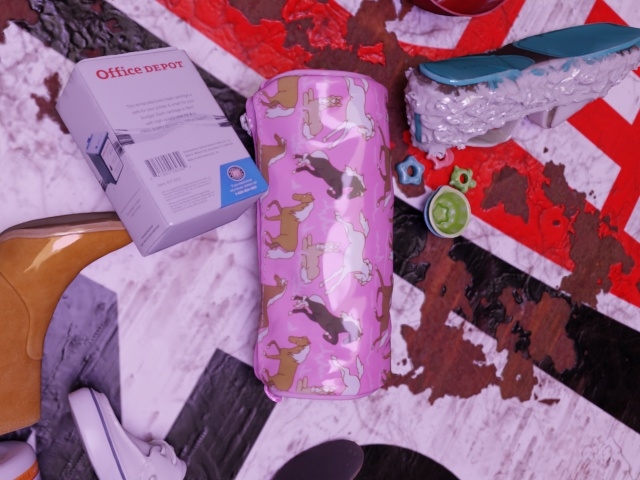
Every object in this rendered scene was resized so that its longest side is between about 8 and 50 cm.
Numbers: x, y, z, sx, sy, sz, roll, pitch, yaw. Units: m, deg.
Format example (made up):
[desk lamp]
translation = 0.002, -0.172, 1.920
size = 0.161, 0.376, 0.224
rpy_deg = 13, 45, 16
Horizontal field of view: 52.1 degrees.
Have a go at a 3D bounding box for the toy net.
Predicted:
[toy net]
translation = 0.118, -0.104, 0.885
size = 0.232, 0.045, 0.122
rpy_deg = 34, 79, -19

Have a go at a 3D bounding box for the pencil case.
[pencil case]
translation = 0.000, 0.000, 0.781
size = 0.160, 0.167, 0.386
rpy_deg = -6, 94, -57

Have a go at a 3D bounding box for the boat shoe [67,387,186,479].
[boat shoe]
translation = -0.195, 0.271, 0.742
size = 0.088, 0.096, 0.267
rpy_deg = -28, 103, -23

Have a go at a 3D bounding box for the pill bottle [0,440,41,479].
[pill bottle]
translation = -0.335, 0.332, 0.672
size = 0.121, 0.121, 0.221
rpy_deg = -12, 96, -21

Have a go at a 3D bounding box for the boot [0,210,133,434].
[boot]
translation = -0.315, 0.091, 0.695
size = 0.295, 0.104, 0.211
rpy_deg = -13, 102, -18

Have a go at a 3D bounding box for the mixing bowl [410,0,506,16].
[mixing bowl]
translation = 0.162, -0.374, 0.867
size = 0.181, 0.098, 0.181
rpy_deg = 0, 91, -23

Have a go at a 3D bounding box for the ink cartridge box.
[ink cartridge box]
translation = -0.167, -0.099, 0.698
size = 0.140, 0.082, 0.190
rpy_deg = -26, 81, -44

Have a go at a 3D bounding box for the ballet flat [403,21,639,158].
[ballet flat]
translation = 0.282, -0.211, 0.917
size = 0.409, 0.147, 0.147
rpy_deg = -17, 98, -23

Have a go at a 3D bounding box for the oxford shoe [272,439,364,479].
[oxford shoe]
translation = -0.028, 0.338, 0.836
size = 0.212, 0.076, 0.076
rpy_deg = -36, 134, -20
